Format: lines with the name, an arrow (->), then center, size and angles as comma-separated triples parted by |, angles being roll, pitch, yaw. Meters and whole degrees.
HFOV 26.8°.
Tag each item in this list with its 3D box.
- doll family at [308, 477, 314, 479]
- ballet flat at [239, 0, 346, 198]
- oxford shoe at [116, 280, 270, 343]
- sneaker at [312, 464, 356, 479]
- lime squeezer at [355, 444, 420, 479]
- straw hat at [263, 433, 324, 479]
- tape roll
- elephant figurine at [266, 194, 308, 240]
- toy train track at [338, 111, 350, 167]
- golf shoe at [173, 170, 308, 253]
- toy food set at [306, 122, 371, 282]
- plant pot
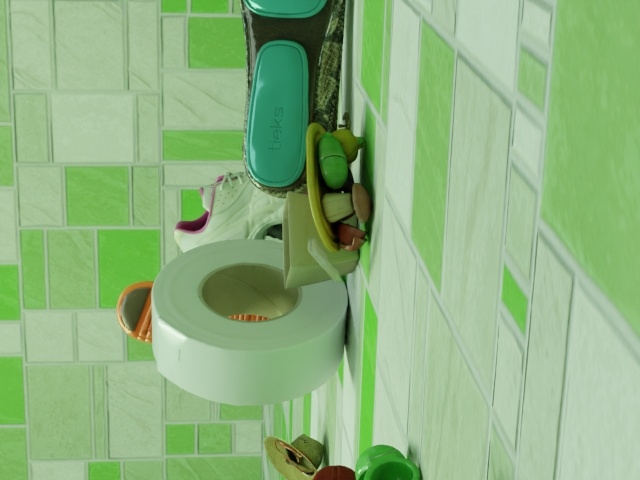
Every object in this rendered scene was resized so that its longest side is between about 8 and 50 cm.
doll family -> -0.054, 0.411, 1.742 | 0.263, 0.118, 0.163 | -59, -45, -58
ballet flat -> -0.029, -0.304, 1.909 | 0.182, 0.164, 0.483 | -28, -56, -65
oxford shoe -> -0.140, 0.132, 2.174 | 0.133, 0.363, 0.130 | -1, -74, -74
sneaker -> 0.022, 0.406, 1.705 | 0.128, 0.087, 0.221 | 98, 171, -46
lime squeezer -> 0.070, 0.265, 1.364 | 0.310, 0.059, 0.110 | 140, 130, -81
straw hat -> -0.025, 0.361, 2.255 | 0.061, 0.144, 0.144 | -46, -19, -29
tape roll -> -0.104, 0.113, 1.938 | 0.286, 0.286, 0.100 | -99, 11, -56
elephant figurine -> -0.111, -0.039, 2.212 | 0.169, 0.239, 0.186 | 99, 170, -59
toy train track -> 0.034, -0.142, 1.905 | 0.048, 0.014, 0.083 | 107, 161, -72
golf shoe -> -0.104, -0.070, 2.082 | 0.306, 0.140, 0.115 | -50, 10, 6
toy food set -> 0.034, -0.058, 1.705 | 0.128, 0.071, 0.218 | 56, -153, -54
plant pot -> 0.000, 0.000, 1.834 | 0.109, 0.096, 0.109 | 108, 160, -72
